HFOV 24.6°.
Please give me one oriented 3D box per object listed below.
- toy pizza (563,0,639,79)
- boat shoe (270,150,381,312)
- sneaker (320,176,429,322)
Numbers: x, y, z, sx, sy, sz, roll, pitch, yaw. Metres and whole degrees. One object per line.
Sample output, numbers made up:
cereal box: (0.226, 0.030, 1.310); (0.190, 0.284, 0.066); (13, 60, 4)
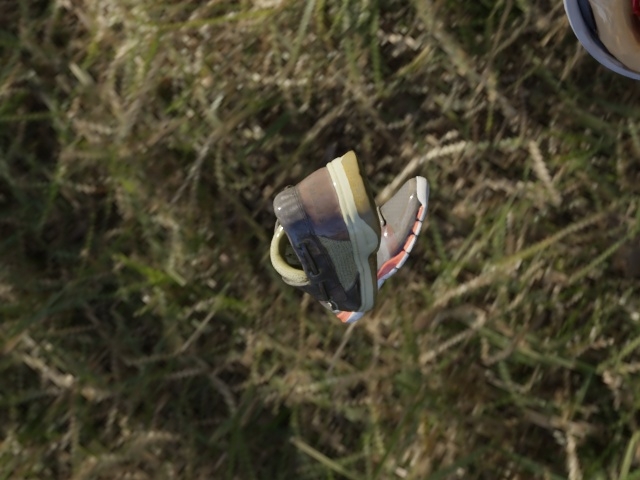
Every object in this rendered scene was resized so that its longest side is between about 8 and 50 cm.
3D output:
toy pizza: (0.178, -0.125, 0.513); (0.201, 0.201, 0.032); (-57, 47, 36)
boat shoe: (0.000, 0.001, 1.032); (0.073, 0.223, 0.080); (-12, 73, -4)
sneaker: (0.040, 0.003, 1.301); (0.065, 0.061, 0.158); (28, 113, -10)
